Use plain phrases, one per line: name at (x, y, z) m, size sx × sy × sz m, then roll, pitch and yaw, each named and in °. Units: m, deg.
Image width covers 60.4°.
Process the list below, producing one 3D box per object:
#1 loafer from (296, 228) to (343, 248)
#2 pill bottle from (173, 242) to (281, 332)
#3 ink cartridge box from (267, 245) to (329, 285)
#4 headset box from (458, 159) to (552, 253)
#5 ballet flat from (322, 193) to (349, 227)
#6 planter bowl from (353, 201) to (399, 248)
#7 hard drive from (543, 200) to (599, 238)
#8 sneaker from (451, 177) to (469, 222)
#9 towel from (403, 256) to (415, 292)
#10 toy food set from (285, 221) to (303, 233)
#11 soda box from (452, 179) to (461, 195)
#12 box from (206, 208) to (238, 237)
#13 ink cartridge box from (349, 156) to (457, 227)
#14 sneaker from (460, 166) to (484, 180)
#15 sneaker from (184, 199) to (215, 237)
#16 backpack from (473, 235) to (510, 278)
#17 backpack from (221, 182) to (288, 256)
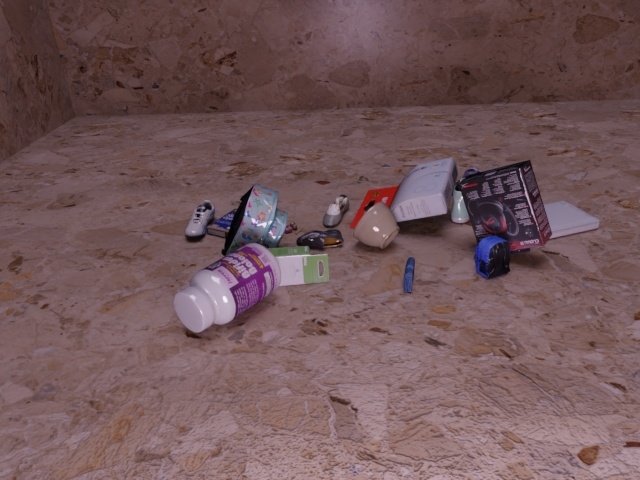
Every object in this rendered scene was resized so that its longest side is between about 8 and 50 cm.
loafer at (0.000, 0.000, 1.948) m, size 0.169 × 0.062 × 0.061 m, roll -11°, pitch 33°, yaw -14°
pill bottle at (-0.268, 0.137, 1.590) m, size 0.169 × 0.170 × 0.301 m, roll 17°, pitch 33°, yaw 33°
ink cartridge box at (-0.080, 0.080, 1.745) m, size 0.209 × 0.109 × 0.062 m, roll -4°, pitch 28°, yaw -3°
headset box at (0.610, -0.090, 1.806) m, size 0.218 × 0.294 × 0.110 m, roll -12°, pitch 13°, yaw 42°
ballet flat at (0.059, -0.125, 2.170) m, size 0.072 × 0.068 × 0.213 m, roll 7°, pitch 29°, yaw 19°
planter bowl at (0.207, -0.040, 1.926) m, size 0.109 × 0.162 × 0.162 m, roll 43°, pitch 45°, yaw 18°
hard drive at (0.830, -0.072, 2.031) m, size 0.307 × 0.040 × 0.203 m, roll -12°, pitch 29°, yaw -15°
sneaker at (0.588, -0.180, 2.140) m, size 0.094 × 0.151 × 0.256 m, roll 14°, pitch 30°, yaw 31°
towel at (0.275, 0.105, 1.710) m, size 0.029 × 0.067 × 0.119 m, roll 6°, pitch 29°, yaw 12°
toy food set at (-0.133, -0.053, 2.101) m, size 0.122 × 0.019 × 0.078 m, roll 9°, pitch 30°, yaw 22°
soda box at (0.554, -0.224, 2.325) m, size 0.168 × 0.060 × 0.053 m, roll 11°, pitch 29°, yaw 24°
box at (-0.319, -0.073, 2.142) m, size 0.136 × 0.037 × 0.225 m, roll 12°, pitch 30°, yaw 26°
ink cartridge box at (0.312, -0.184, 2.105) m, size 0.384 × 0.091 × 0.308 m, roll -8°, pitch 30°, yaw 27°
sneaker at (0.708, -0.247, 2.363) m, size 0.223 × 0.083 × 0.098 m, roll 16°, pitch 53°, yaw 40°
sneaker at (-0.468, -0.082, 2.119) m, size 0.085 × 0.086 × 0.237 m, roll 2°, pitch 29°, yaw 5°
backpack at (0.539, 0.045, 1.745) m, size 0.097 × 0.120 × 0.101 m, roll -17°, pitch 31°, yaw -25°
backpack at (-0.214, -0.056, 1.870) m, size 0.190 × 0.254 × 0.225 m, roll 16°, pitch 26°, yaw -6°
